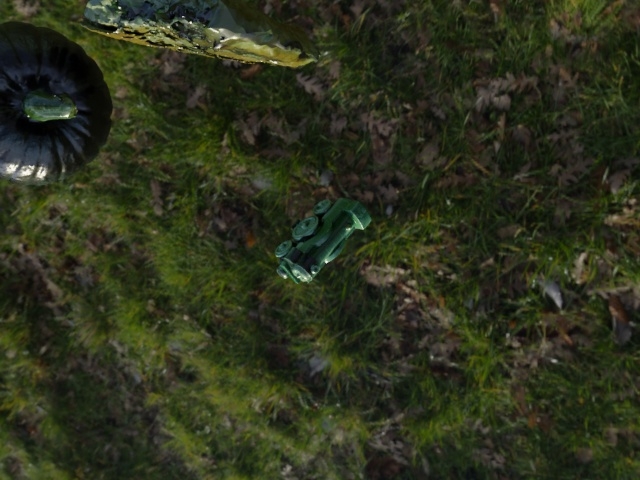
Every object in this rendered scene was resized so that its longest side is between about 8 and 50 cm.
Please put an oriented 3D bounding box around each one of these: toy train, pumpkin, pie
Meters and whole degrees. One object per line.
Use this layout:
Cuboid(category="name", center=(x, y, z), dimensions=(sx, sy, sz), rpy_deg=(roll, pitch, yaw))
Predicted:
Cuboid(category="toy train", center=(0.000, 0.000, 1.010), dimensions=(0.104, 0.178, 0.071), rpy_deg=(16, 150, 54))
Cuboid(category="pumpkin", center=(-0.431, -0.206, 0.884), dimensions=(0.247, 0.248, 0.248), rpy_deg=(11, 129, 14))
Cuboid(category="pie", center=(-0.165, -0.310, 0.857), dimensions=(0.371, 0.296, 0.078), rpy_deg=(23, 110, 39))
